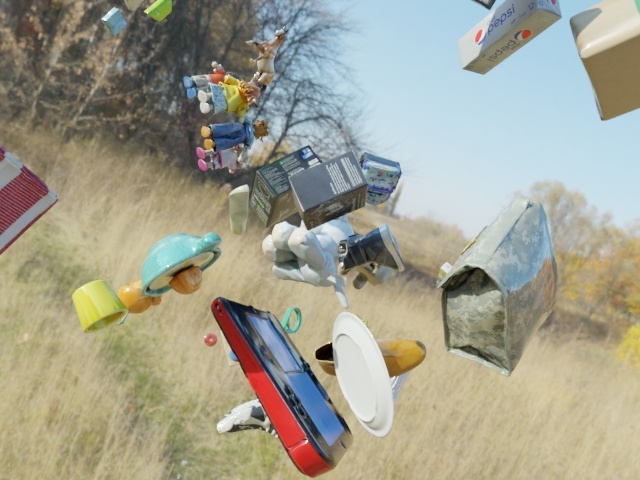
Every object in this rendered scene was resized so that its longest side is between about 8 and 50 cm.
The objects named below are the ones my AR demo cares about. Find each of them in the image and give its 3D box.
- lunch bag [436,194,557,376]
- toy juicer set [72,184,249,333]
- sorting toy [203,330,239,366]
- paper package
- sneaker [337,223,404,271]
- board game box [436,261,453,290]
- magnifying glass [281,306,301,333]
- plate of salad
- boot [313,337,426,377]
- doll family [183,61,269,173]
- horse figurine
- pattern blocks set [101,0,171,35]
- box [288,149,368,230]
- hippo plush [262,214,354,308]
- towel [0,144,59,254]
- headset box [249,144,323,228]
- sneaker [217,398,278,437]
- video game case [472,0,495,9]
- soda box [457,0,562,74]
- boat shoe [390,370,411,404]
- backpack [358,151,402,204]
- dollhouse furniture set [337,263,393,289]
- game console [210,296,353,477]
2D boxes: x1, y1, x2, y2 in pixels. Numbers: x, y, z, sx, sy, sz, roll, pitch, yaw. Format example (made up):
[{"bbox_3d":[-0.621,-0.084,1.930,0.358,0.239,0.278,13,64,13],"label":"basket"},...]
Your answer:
[{"bbox_3d":[0.352,0.077,1.095,0.168,0.235,0.287,18,-43,37],"label":"lunch bag"},{"bbox_3d":[-0.209,0.044,0.889,0.090,0.328,0.209,58,5,9],"label":"toy juicer set"},{"bbox_3d":[-0.262,0.352,1.933,0.274,0.132,0.046,-15,-20,-10],"label":"sorting toy"},{"bbox_3d":[0.848,-0.503,1.426,0.324,0.168,0.309,-19,-33,30],"label":"paper package"},{"bbox_3d":[0.137,0.043,1.526,0.226,0.163,0.086,52,19,-55],"label":"sneaker"},{"bbox_3d":[0.383,0.139,1.493,0.154,0.026,0.103,43,-21,25],"label":"board game box"},{"bbox_3d":[-0.123,0.302,1.906,0.026,0.092,0.231,1,18,27],"label":"magnifying glass"},{"bbox_3d":[0.071,0.208,0.875,0.048,0.200,0.200,-13,19,-22],"label":"plate of salad"},{"bbox_3d":[0.138,0.307,1.484,0.294,0.104,0.211,-13,-25,6],"label":"boot"},{"bbox_3d":[-0.199,-0.277,1.281,0.163,0.263,0.118,-23,27,-40],"label":"doll family"},{"bbox_3d":[-0.201,-0.600,1.917,0.066,0.263,0.174,28,40,19],"label":"horse figurine"},{"bbox_3d":[-0.421,-0.652,1.303,0.026,0.325,0.286,26,-32,21],"label":"pattern blocks set"},{"bbox_3d":[0.019,-0.110,1.273,0.156,0.158,0.093,81,-15,-75],"label":"box"},{"bbox_3d":[0.000,0.000,1.631,0.294,0.237,0.234,19,-39,25],"label":"hippo plush"},{"bbox_3d":[-0.853,-0.135,1.358,0.329,0.237,0.037,49,-11,-29],"label":"towel"},{"bbox_3d":[-0.129,-0.200,2.150,0.131,0.246,0.283,53,-24,13],"label":"headset box"},{"bbox_3d":[-0.113,0.446,1.309,0.234,0.153,0.094,-20,-3,-19],"label":"sneaker"},{"bbox_3d":[0.353,-0.731,1.318,0.274,0.248,0.035,33,18,9],"label":"video game case"},{"bbox_3d":[0.504,-0.570,1.503,0.091,0.098,0.286,5,-18,-27],"label":"soda box"},{"bbox_3d":[0.210,0.443,1.761,0.084,0.258,0.095,42,-21,-31],"label":"boat shoe"},{"bbox_3d":[0.190,-0.201,1.942,0.158,0.173,0.117,16,28,-9],"label":"backpack"},{"bbox_3d":[0.094,0.080,1.851,0.242,0.161,0.212,43,-20,-6],"label":"dollhouse furniture set"},{"bbox_3d":[-0.058,0.269,1.075,0.342,0.060,0.386,59,1,15],"label":"game console"}]
